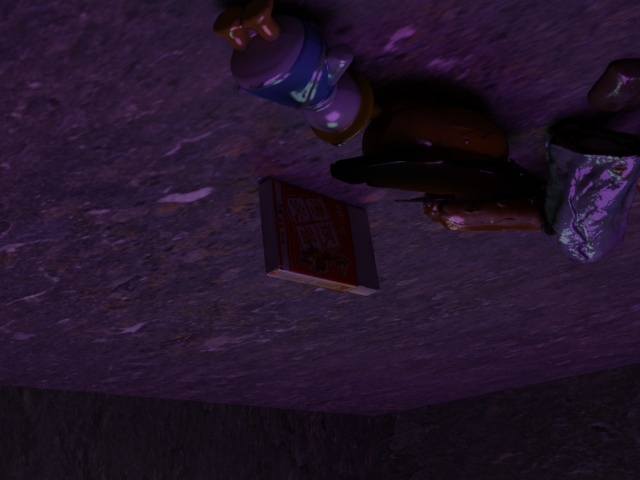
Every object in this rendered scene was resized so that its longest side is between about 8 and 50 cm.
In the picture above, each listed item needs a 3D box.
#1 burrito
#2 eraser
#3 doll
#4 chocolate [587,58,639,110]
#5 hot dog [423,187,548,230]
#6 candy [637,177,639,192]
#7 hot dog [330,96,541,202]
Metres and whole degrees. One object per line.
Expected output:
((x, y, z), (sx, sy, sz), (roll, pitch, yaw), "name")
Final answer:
((0.398, -0.061, 1.087), (0.144, 0.089, 0.228), (17, 136, 28), "burrito")
((0.000, 0.000, 1.190), (0.230, 0.157, 0.038), (16, 147, -42), "eraser")
((-0.016, -0.179, 0.819), (0.135, 0.098, 0.241), (-40, 147, 19), "doll")
((0.394, -0.197, 0.959), (0.065, 0.031, 0.100), (2, 159, -7), "chocolate")
((0.285, -0.058, 1.197), (0.270, 0.072, 0.109), (-3, -160, -25), "hot dog")
((0.491, -0.095, 0.991), (0.124, 0.124, 0.365), (-15, 179, 23), "candy")
((0.160, -0.125, 0.996), (0.194, 0.107, 0.326), (-8, 169, 34), "hot dog")
